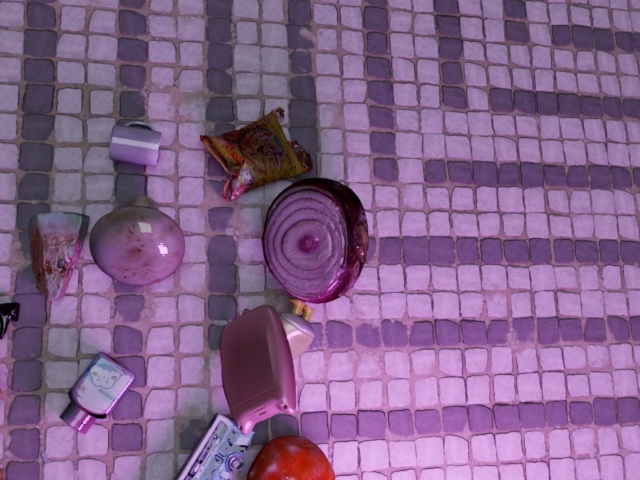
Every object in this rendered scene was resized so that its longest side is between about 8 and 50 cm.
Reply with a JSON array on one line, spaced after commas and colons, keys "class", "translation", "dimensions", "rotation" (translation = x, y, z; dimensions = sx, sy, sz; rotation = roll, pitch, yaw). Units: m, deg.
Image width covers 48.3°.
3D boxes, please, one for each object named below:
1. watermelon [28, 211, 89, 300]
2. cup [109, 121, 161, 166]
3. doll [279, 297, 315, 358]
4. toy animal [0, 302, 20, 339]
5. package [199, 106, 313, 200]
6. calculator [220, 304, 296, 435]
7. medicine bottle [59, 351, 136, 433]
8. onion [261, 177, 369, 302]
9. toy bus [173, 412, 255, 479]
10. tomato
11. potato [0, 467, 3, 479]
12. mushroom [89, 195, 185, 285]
[{"class": "watermelon", "translation": [-0.693, 0.039, 1.864], "dimensions": [0.154, 0.094, 0.241], "rotation": [1, 80, -6]}, {"class": "cup", "translation": [-0.508, -0.266, 1.974], "dimensions": [0.133, 0.136, 0.099], "rotation": [7, 111, -12]}, {"class": "doll", "translation": [-0.116, 0.297, 1.934], "dimensions": [0.117, 0.141, 0.296], "rotation": [32, 82, 37]}, {"class": "toy animal", "translation": [-0.921, 0.177, 1.765], "dimensions": [0.324, 0.090, 0.195], "rotation": [-13, 87, -17]}, {"class": "package", "translation": [-0.188, -0.247, 2.037], "dimensions": [0.288, 0.108, 0.223], "rotation": [-21, 79, -25]}, {"class": "calculator", "translation": [-0.173, 0.319, 1.854], "dimensions": [0.048, 0.220, 0.330], "rotation": [32, 35, -48]}, {"class": "medicine bottle", "translation": [-0.567, 0.389, 1.806], "dimensions": [0.119, 0.094, 0.188], "rotation": [36, 72, -5]}, {"class": "onion", "translation": [0.000, 0.000, 1.953], "dimensions": [0.281, 0.260, 0.337], "rotation": [-9, 88, 21]}, {"class": "toy bus", "translation": [-0.290, 0.598, 1.829], "dimensions": [0.131, 0.106, 0.297], "rotation": [34, 71, -3]}, {"class": "tomato", "translation": [-0.077, 0.614, 1.834], "dimensions": [0.231, 0.188, 0.232], "rotation": [4, 75, -14]}, {"class": "potato", "translation": [-0.816, 0.581, 1.729], "dimensions": [0.092, 0.047, 0.045], "rotation": [-18, 41, -26]}, {"class": "mushroom", "translation": [-0.473, -0.010, 1.877], "dimensions": [0.243, 0.243, 0.244], "rotation": [3, 78, -14]}]
